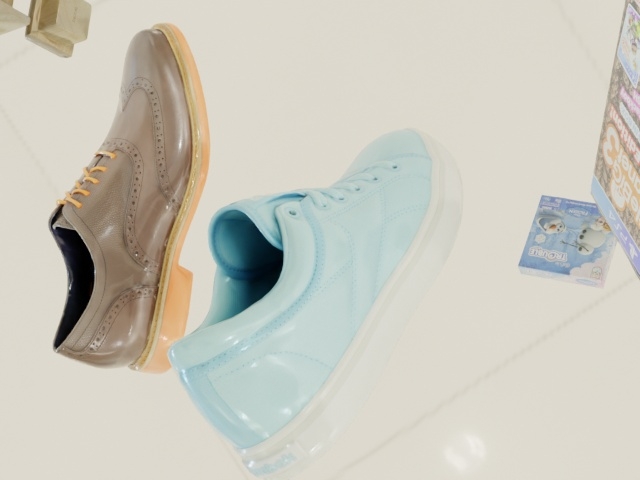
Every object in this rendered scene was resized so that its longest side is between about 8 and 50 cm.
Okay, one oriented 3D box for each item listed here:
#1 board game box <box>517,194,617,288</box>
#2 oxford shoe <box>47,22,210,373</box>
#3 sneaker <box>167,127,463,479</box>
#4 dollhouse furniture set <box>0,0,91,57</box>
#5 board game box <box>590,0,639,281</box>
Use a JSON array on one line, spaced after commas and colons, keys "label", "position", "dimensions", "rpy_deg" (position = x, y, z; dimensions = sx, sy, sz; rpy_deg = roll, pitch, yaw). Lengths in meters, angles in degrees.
[{"label": "board game box", "position": [0.262, 0.000, 1.387], "dimensions": [0.090, 0.020, 0.090], "rpy_deg": [10, 65, 25]}, {"label": "oxford shoe", "position": [-0.199, -0.050, 1.352], "dimensions": [0.133, 0.130, 0.363], "rpy_deg": [7, 82, -30]}, {"label": "sneaker", "position": [0.000, 0.000, 1.006], "dimensions": [0.135, 0.366, 0.150], "rpy_deg": [-26, 114, 36]}, {"label": "dollhouse furniture set", "position": [-0.160, -0.163, 0.841], "dimensions": [0.182, 0.101, 0.161], "rpy_deg": [29, 61, -46]}, {"label": "board game box", "position": [0.373, -0.117, 1.096], "dimensions": [0.232, 0.141, 0.291], "rpy_deg": [-11, 136, -9]}]
